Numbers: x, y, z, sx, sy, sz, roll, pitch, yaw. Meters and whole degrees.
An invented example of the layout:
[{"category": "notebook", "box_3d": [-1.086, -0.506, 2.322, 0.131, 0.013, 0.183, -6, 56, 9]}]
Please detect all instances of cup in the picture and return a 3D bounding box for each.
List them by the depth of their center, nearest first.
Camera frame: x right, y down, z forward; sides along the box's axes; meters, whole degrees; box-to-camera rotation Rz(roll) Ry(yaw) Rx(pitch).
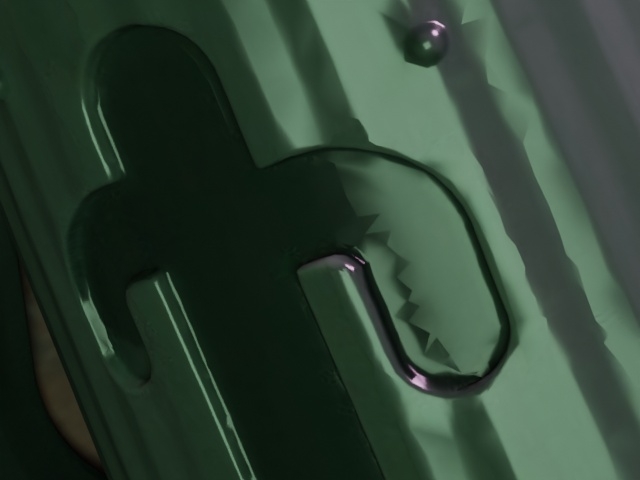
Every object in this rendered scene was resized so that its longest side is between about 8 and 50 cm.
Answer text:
[{"category": "cup", "box_3d": [0.003, 0.004, 0.519, 0.401, 0.310, 0.392, -25, 100, 3]}]
